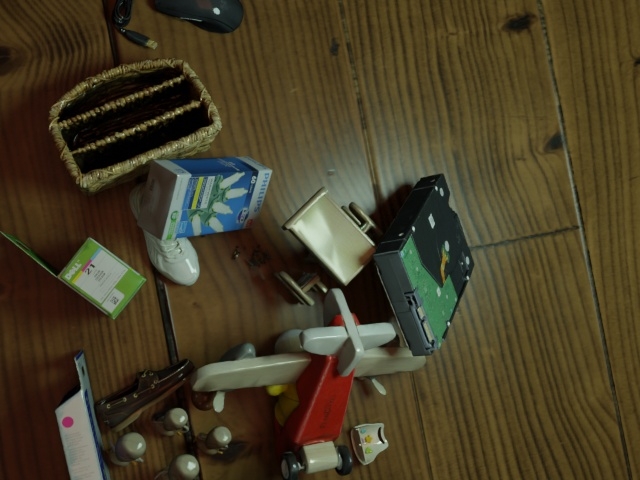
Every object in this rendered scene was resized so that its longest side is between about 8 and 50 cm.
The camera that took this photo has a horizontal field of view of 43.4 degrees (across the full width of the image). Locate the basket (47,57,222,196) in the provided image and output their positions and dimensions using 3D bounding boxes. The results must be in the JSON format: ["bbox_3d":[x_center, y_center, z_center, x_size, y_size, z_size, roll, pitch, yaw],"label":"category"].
[{"bbox_3d":[-0.365,-0.237,1.547,0.299,0.223,0.213,-23,93,-12],"label":"basket"}]

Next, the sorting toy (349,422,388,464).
[{"bbox_3d":[0.108,0.426,1.720,0.075,0.045,0.083,-13,90,-21],"label":"sorting toy"}]

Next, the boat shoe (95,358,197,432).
[{"bbox_3d":[-0.347,0.295,1.601,0.207,0.073,0.073,-35,97,-13],"label":"boat shoe"}]

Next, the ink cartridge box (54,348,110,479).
[{"bbox_3d":[-0.443,0.398,1.520,0.069,0.176,0.370,-10,90,-13],"label":"ink cartridge box"}]

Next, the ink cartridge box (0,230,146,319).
[{"bbox_3d":[-0.462,0.034,1.526,0.255,0.189,0.097,39,81,-8],"label":"ink cartridge box"}]

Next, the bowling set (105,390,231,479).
[{"bbox_3d":[-0.255,0.399,1.601,0.287,0.154,0.199,31,57,-8],"label":"bowling set"}]

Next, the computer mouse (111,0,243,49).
[{"bbox_3d":[-0.297,-0.473,1.656,0.262,0.060,0.184,22,82,-11],"label":"computer mouse"}]

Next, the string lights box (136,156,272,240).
[{"bbox_3d":[-0.219,-0.086,1.552,0.260,0.077,0.133,-10,124,-52],"label":"string lights box"}]

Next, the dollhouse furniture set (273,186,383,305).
[{"bbox_3d":[0.000,0.000,1.610,0.212,0.242,0.161,-45,96,-11],"label":"dollhouse furniture set"}]

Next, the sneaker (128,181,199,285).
[{"bbox_3d":[-0.313,-0.012,1.601,0.090,0.115,0.232,-30,94,-13],"label":"sneaker"}]

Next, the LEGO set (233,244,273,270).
[{"bbox_3d":[-0.141,0.033,1.692,0.083,0.023,0.054,29,79,3],"label":"LEGO set"}]

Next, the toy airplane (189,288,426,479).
[{"bbox_3d":[-0.015,0.251,1.581,0.384,0.272,0.386,-38,129,1],"label":"toy airplane"}]

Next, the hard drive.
[{"bbox_3d":[0.216,0.041,1.617,0.064,0.339,0.236,-11,115,28],"label":"hard drive"}]
